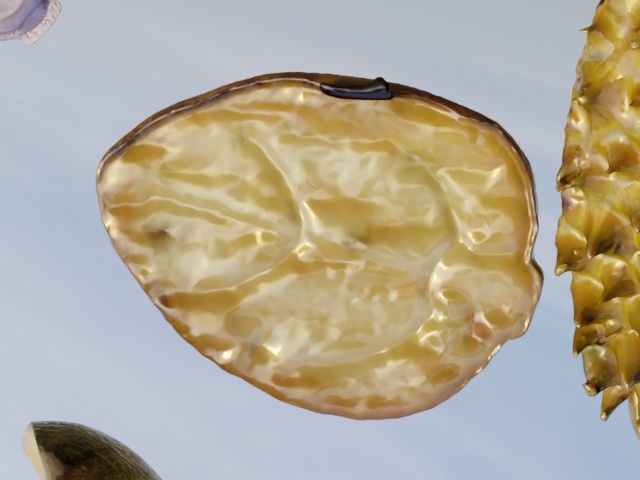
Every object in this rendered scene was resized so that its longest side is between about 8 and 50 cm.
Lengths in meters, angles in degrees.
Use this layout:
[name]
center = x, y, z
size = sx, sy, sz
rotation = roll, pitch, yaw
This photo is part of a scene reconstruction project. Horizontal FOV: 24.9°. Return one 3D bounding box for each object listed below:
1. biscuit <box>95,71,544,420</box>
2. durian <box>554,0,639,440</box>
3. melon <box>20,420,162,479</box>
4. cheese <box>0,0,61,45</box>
[biscuit]
center = 0.000, -0.003, 0.815
size = 0.260, 0.203, 0.041
rotation = 17, -159, -4
[durian]
center = 0.205, -0.036, 0.661
size = 0.191, 0.341, 0.112
rotation = 3, -154, -32
[melon]
center = -0.114, 0.157, 0.803
size = 0.079, 0.128, 0.160
rotation = -16, -127, -9
[cheese]
center = -0.310, -0.245, 1.252
size = 0.191, 0.105, 0.042
rotation = 38, -168, -12
